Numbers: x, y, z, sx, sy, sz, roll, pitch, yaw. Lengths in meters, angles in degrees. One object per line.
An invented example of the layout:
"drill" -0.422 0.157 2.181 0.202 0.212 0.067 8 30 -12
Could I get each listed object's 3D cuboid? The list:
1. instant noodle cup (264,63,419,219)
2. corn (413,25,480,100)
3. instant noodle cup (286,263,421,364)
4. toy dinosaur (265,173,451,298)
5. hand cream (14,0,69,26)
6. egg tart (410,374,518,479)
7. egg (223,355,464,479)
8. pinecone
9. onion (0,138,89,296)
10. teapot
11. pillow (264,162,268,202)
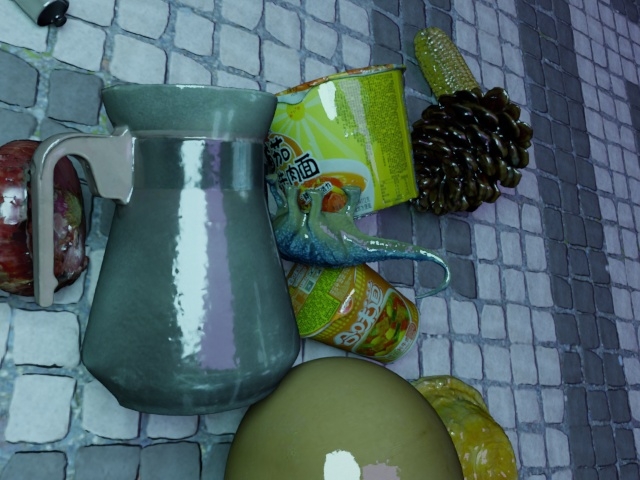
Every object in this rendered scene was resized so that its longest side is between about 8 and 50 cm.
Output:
"instant noodle cup" 0.031 -0.138 0.937 0.264 0.264 0.200 -21 98 -38
"corn" 0.283 -0.312 1.250 0.101 0.101 0.291 -37 97 -37
"instant noodle cup" 0.057 0.108 0.935 0.185 0.168 0.168 32 60 -33
"toy dinosaur" -0.004 -0.011 0.820 0.076 0.363 0.147 -57 148 -68
"hand cream" -0.409 -0.363 0.804 0.186 0.054 0.087 49 50 -6
"egg tart" 0.219 0.375 0.981 0.319 0.128 0.318 10 70 -31
"egg" 0.031 0.334 0.748 0.301 0.301 0.373 -4 86 -36
"pinecone" 0.260 -0.160 1.120 0.272 0.224 0.224 -36 98 -20
"onion" -0.348 -0.026 0.688 0.147 0.184 0.184 5 69 4
"teapot" -0.167 0.004 0.690 0.300 0.253 0.343 -5 98 -41
"pillow" -0.165 -0.070 0.882 0.208 0.055 0.141 10 70 -34
